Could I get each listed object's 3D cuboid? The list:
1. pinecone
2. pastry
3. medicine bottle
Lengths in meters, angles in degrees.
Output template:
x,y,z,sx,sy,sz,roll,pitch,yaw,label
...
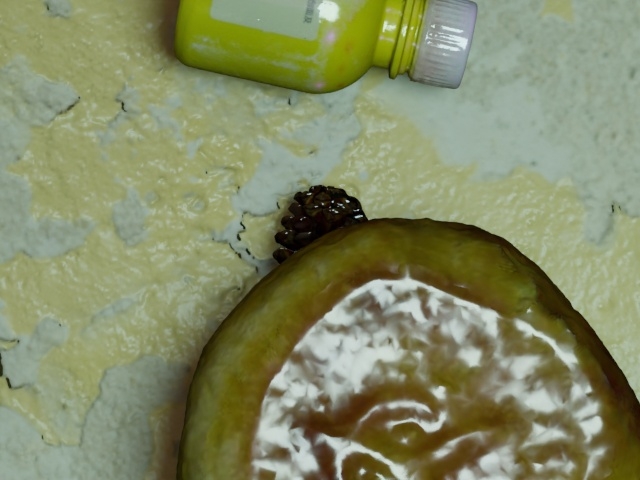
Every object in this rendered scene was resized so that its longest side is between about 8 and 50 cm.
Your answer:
x,y,z,sx,sy,sz,roll,pitch,yaw,label
0.000,0.000,1.452,0.077,0.077,0.083,-8,58,-4,pinecone
0.067,0.157,1.367,0.356,0.164,0.356,0,92,-2,pastry
0.006,-0.168,1.458,0.213,0.122,0.121,12,79,-1,medicine bottle
